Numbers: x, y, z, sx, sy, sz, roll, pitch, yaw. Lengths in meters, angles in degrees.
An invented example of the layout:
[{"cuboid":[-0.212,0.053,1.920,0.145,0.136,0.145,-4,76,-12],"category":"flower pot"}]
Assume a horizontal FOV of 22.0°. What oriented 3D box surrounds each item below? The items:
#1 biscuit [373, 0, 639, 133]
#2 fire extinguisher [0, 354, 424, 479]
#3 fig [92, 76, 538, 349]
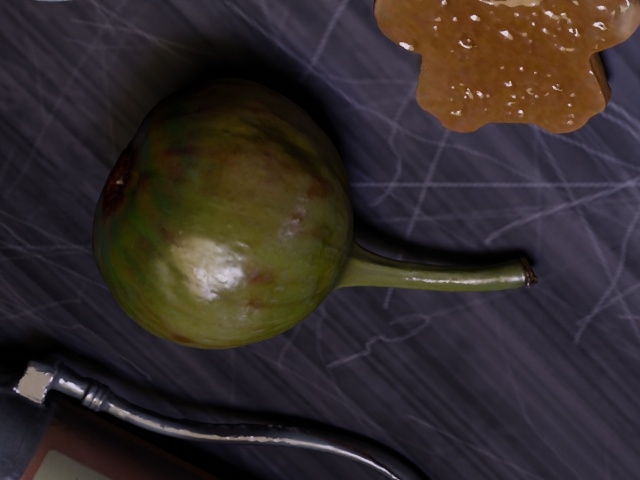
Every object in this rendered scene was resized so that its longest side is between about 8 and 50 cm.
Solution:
[{"cuboid":[0.087,-0.129,0.808,0.133,0.027,0.184,-7,126,25],"category":"biscuit"},{"cuboid":[-0.073,0.195,1.095,0.376,0.113,0.200,29,133,-7],"category":"fire extinguisher"},{"cuboid":[0.000,0.000,0.915,0.245,0.149,0.149,15,137,-21],"category":"fig"}]
